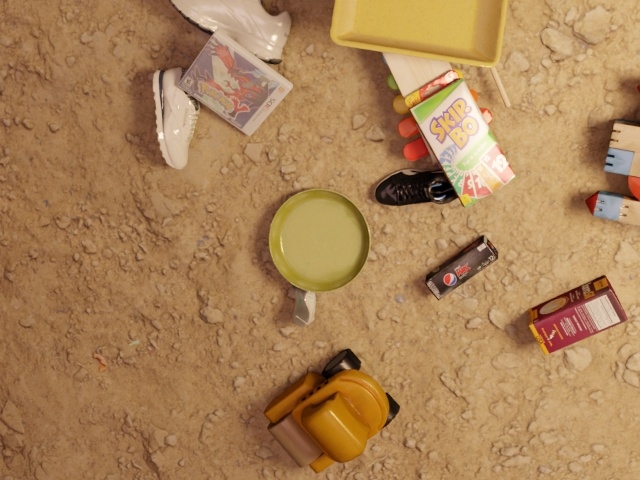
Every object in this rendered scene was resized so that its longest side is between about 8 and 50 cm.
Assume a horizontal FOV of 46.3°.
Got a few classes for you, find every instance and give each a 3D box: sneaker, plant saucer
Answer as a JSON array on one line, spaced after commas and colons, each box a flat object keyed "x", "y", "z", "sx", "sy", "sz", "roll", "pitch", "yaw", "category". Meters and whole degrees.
[{"x": -0.037, "y": 0.130, "z": 1.800, "sx": 0.053, "sy": 0.061, "sz": 0.152, "roll": 2, "pitch": 87, "yaw": 21, "category": "sneaker"}, {"x": -0.197, "y": -0.499, "z": 1.639, "sx": 0.297, "sy": 0.111, "sz": 0.129, "roll": 26, "pitch": 99, "yaw": -2, "category": "sneaker"}, {"x": 0.000, "y": 0.000, "z": 1.740, "sx": 0.240, "sy": 0.037, "sz": 0.241, "roll": 1, "pitch": 94, "yaw": 11, "category": "plant saucer"}, {"x": 0.214, "y": -0.114, "z": 1.625, "sx": 0.216, "sy": 0.121, "sz": 0.079, "roll": -10, "pitch": 102, "yaw": 16, "category": "sneaker"}, {"x": -0.325, "y": -0.280, "z": 1.735, "sx": 0.094, "sy": 0.090, "sz": 0.235, "roll": -3, "pitch": 107, "yaw": 5, "category": "sneaker"}, {"x": 0.199, "y": -0.514, "z": 1.468, "sx": 0.332, "sy": 0.081, "sz": 0.333, "roll": 8, "pitch": 89, "yaw": -3, "category": "plant saucer"}]

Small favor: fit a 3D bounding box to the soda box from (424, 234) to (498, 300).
[{"x": 0.317, "y": 0.061, "z": 1.684, "sx": 0.169, "sy": 0.060, "sz": 0.053, "roll": -37, "pitch": 96, "yaw": 20, "category": "soda box"}]

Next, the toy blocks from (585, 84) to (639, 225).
[{"x": 0.686, "y": -0.171, "z": 1.479, "sx": 0.260, "sy": 0.190, "sz": 0.382, "roll": 14, "pitch": 110, "yaw": 21, "category": "toy blocks"}]

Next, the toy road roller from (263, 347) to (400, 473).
[{"x": 0.012, "y": 0.433, "z": 1.773, "sx": 0.329, "sy": 0.240, "sz": 0.202, "roll": -39, "pitch": 93, "yaw": 21, "category": "toy road roller"}]

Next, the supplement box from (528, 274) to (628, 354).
[{"x": 0.556, "y": 0.162, "z": 1.630, "sx": 0.188, "sy": 0.104, "sz": 0.081, "roll": -29, "pitch": 97, "yaw": 19, "category": "supplement box"}]

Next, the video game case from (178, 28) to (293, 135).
[{"x": -0.189, "y": -0.342, "z": 1.649, "sx": 0.201, "sy": 0.023, "sz": 0.183, "roll": 34, "pitch": 134, "yaw": -16, "category": "video game case"}]

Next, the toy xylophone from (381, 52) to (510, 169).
[{"x": 0.257, "y": -0.318, "z": 1.572, "sx": 0.236, "sy": 0.081, "sz": 0.323, "roll": -18, "pitch": 99, "yaw": 4, "category": "toy xylophone"}]

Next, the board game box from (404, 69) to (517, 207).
[{"x": 0.286, "y": -0.208, "z": 1.533, "sx": 0.124, "sy": 0.039, "sz": 0.260, "roll": -31, "pitch": 97, "yaw": 4, "category": "board game box"}]
